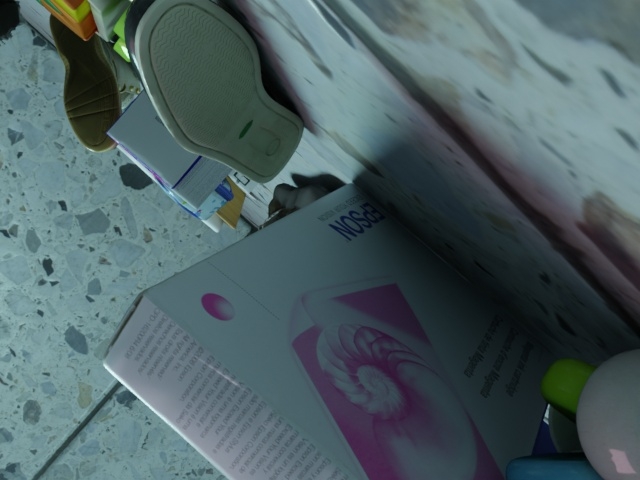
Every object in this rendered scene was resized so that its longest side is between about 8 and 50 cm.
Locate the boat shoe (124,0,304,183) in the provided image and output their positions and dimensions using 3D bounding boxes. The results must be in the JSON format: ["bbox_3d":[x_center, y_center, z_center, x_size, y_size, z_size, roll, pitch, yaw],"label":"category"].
[{"bbox_3d":[-0.083,-0.108,0.566,0.079,0.084,0.233,39,178,19],"label":"boat shoe"}]

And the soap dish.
[{"bbox_3d":[-0.303,-0.161,1.714,0.291,0.118,0.229,45,174,-37],"label":"soap dish"}]

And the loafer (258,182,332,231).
[{"bbox_3d":[-0.027,0.016,0.912,0.133,0.130,0.366,35,176,-2],"label":"loafer"}]

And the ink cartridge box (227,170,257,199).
[{"bbox_3d":[-0.135,-0.107,1.368,0.083,0.028,0.048,43,176,-17],"label":"ink cartridge box"}]

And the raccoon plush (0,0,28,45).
[{"bbox_3d":[-0.525,-0.343,0.846,0.299,0.216,0.446,39,-162,28],"label":"raccoon plush"}]

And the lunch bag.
[{"bbox_3d":[-0.249,-0.145,1.391,0.219,0.090,0.176,52,-179,21],"label":"lunch bag"}]

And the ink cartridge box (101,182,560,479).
[{"bbox_3d":[0.073,0.110,0.555,0.330,0.071,0.324,39,-155,8],"label":"ink cartridge box"}]

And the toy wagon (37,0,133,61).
[{"bbox_3d":[-0.229,-0.243,0.603,0.267,0.068,0.344,43,175,-15],"label":"toy wagon"}]

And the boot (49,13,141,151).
[{"bbox_3d":[-0.301,-0.208,1.129,0.165,0.077,0.213,54,-162,-79],"label":"boot"}]

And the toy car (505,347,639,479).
[{"bbox_3d":[0.183,0.149,0.441,0.182,0.136,0.159,40,176,12],"label":"toy car"}]

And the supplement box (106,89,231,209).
[{"bbox_3d":[-0.189,-0.129,1.095,0.111,0.114,0.220,40,177,4],"label":"supplement box"}]
